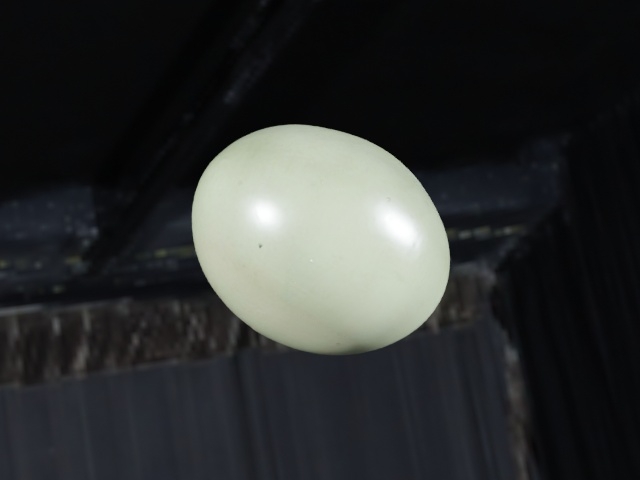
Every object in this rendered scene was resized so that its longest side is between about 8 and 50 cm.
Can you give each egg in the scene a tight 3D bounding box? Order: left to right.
[{"bbox_3d":[0.000,0.000,1.666,0.269,0.219,0.219,37,-40,-21],"label":"egg"}]
